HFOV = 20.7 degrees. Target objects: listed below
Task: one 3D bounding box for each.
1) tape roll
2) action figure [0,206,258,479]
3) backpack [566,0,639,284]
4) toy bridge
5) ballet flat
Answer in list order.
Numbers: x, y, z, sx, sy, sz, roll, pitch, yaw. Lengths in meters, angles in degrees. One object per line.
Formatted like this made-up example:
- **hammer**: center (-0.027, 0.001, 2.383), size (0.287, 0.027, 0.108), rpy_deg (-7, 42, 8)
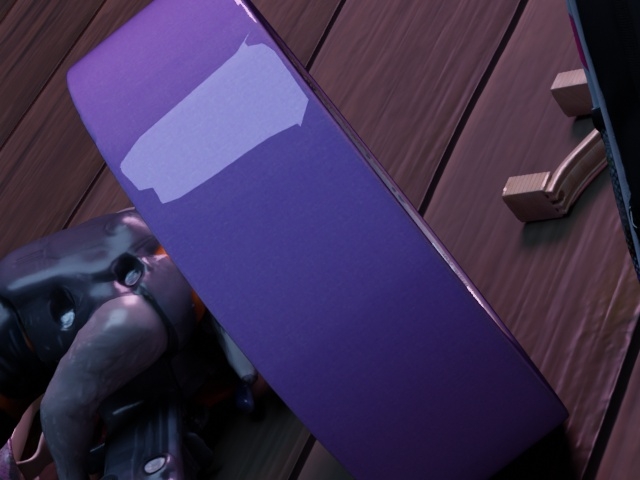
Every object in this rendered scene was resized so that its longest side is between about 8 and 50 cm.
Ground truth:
- **tape roll**: center (0.000, 0.000, 0.832), size (0.090, 0.275, 0.275), rpy_deg (-39, 28, 4)
- **action figure**: center (-0.161, 0.081, 0.993), size (0.330, 0.178, 0.341), rpy_deg (-18, 34, -3)
- **backpack**: center (0.221, -0.075, 0.700), size (0.191, 0.253, 0.225), rpy_deg (-35, 19, -36)
- **toy bridge**: center (0.167, -0.089, 1.022), size (0.063, 0.026, 0.188), rpy_deg (-7, 42, 42)
- **ballet flat**: center (-0.191, 0.099, 1.153), size (0.079, 0.077, 0.221), rpy_deg (-12, 40, 12)
